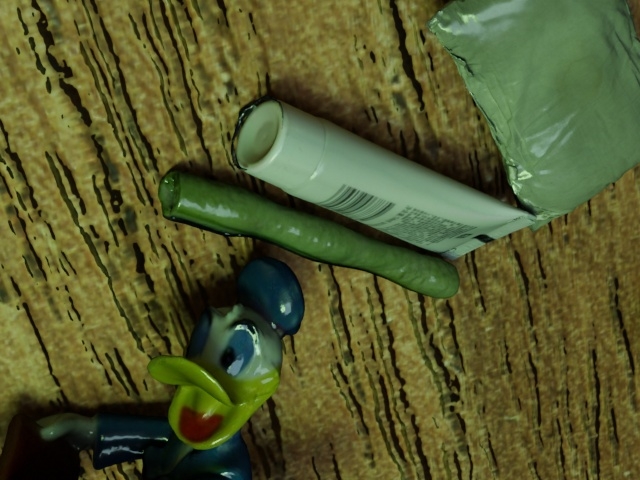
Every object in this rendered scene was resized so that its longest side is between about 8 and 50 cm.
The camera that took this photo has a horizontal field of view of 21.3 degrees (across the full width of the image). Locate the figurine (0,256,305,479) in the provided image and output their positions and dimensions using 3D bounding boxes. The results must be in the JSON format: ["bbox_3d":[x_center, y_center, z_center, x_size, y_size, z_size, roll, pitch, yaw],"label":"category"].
[{"bbox_3d":[-0.107,0.158,1.304,0.284,0.204,0.338,14,107,-23],"label":"figurine"}]

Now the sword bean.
[{"bbox_3d":[0.001,0.000,1.277,0.269,0.043,0.038,18,85,-33],"label":"sword bean"}]

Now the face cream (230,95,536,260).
[{"bbox_3d":[0.045,-0.038,1.254,0.244,0.058,0.092,23,145,-36],"label":"face cream"}]

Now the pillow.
[{"bbox_3d":[0.177,-0.120,1.258,0.148,0.050,0.229,-35,132,-5],"label":"pillow"}]
